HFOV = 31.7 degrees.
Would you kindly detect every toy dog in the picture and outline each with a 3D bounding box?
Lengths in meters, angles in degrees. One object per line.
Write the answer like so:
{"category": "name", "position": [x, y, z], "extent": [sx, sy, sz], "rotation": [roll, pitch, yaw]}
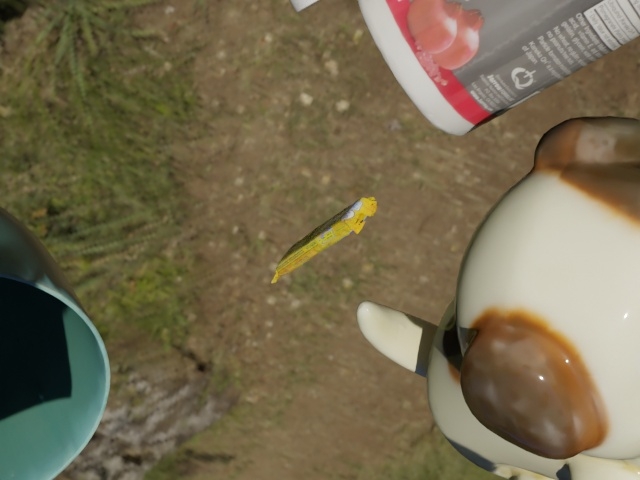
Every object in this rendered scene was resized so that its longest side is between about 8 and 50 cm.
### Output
{"category": "toy dog", "position": [0.215, 0.068, 0.853], "extent": [0.395, 0.284, 0.408], "rotation": [29, 167, 17]}

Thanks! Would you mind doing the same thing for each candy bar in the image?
{"category": "candy bar", "position": [0.000, 0.000, 0.952], "extent": [0.018, 0.040, 0.161], "rotation": [44, 148, -9]}

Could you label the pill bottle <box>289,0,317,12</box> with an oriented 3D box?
{"category": "pill bottle", "position": [-0.029, -0.309, 1.016], "extent": [0.112, 0.112, 0.186], "rotation": [-16, 106, 55]}

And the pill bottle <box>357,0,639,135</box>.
{"category": "pill bottle", "position": [0.201, -0.234, 0.916], "extent": [0.319, 0.176, 0.176], "rotation": [-30, 130, 22]}

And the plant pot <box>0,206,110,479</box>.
{"category": "plant pot", "position": [-0.372, 0.082, 1.060], "extent": [0.293, 0.293, 0.235], "rotation": [47, -175, -42]}
